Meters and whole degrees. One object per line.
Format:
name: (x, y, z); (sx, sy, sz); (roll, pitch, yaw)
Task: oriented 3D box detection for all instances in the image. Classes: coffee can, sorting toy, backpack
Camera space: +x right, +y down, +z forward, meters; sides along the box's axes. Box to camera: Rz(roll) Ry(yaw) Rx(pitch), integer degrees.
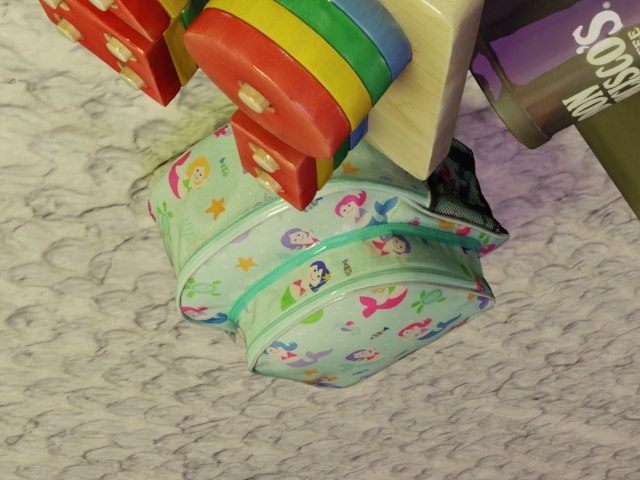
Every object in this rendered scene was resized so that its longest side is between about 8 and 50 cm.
coffee can: (0.200, -0.204, 0.881); (0.275, 0.201, 0.201); (-27, 152, 16)
sorting toy: (-0.056, -0.122, 0.756); (0.089, 0.257, 0.255); (-51, 171, -10)
backpack: (0.000, 0.000, 1.174); (0.225, 0.191, 0.253); (-32, 145, 27)

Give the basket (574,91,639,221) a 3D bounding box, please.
basket: (0.273, -0.101, 1.091); (0.204, 0.227, 0.154); (-25, 152, 12)
